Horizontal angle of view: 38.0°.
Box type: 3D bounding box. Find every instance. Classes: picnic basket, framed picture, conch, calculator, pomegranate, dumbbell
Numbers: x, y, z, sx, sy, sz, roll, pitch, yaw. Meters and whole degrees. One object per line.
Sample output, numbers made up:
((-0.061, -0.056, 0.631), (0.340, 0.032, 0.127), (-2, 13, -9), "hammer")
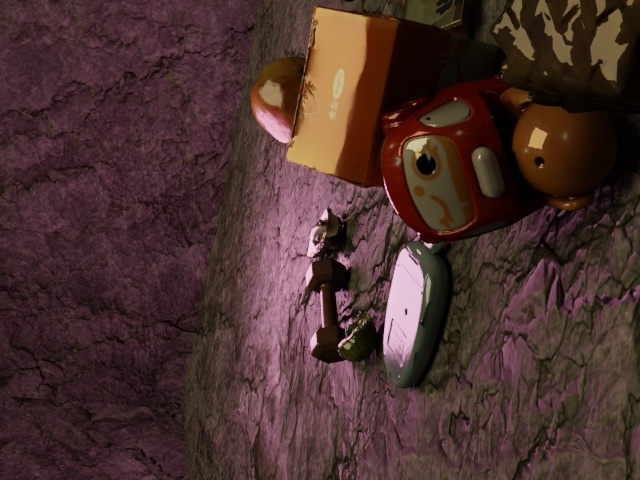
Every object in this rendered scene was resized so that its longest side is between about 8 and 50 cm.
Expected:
((0.291, -0.266, 0.907), (0.321, 0.254, 0.291), (37, 117, 57), "picnic basket")
((0.197, -0.429, 1.575), (0.136, 0.010, 0.201), (-12, 56, 42), "framed picture")
((0.071, 0.181, 1.778), (0.089, 0.074, 0.121), (-118, 33, -46), "conch")
((0.159, 0.106, 1.569), (0.185, 0.041, 0.299), (-121, 40, -65), "calculator")
((-0.067, -0.331, 2.251), (0.215, 0.215, 0.215), (-172, 90, -74), "pomegranate")
((0.018, 0.148, 1.963), (0.082, 0.092, 0.231), (-33, 45, 33), "dumbbell")

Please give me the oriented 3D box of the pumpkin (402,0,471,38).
((0.173, -0.326, 1.635), (0.258, 0.095, 0.290), (-134, 60, -66), "pumpkin")

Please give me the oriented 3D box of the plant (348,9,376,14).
((0.078, -0.377, 1.922), (0.132, 0.129, 0.194), (122, 149, -55), "plant")

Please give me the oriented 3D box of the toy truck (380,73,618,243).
((0.214, -0.100, 1.122), (0.239, 0.265, 0.189), (-135, 25, -76), "toy truck")

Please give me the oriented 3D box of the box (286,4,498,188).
((0.111, -0.204, 1.352), (0.143, 0.341, 0.225), (18, 104, 29), "box")

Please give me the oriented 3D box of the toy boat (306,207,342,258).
((0.000, 0.000, 2.129), (0.210, 0.066, 0.084), (130, 146, -63), "toy boat")
